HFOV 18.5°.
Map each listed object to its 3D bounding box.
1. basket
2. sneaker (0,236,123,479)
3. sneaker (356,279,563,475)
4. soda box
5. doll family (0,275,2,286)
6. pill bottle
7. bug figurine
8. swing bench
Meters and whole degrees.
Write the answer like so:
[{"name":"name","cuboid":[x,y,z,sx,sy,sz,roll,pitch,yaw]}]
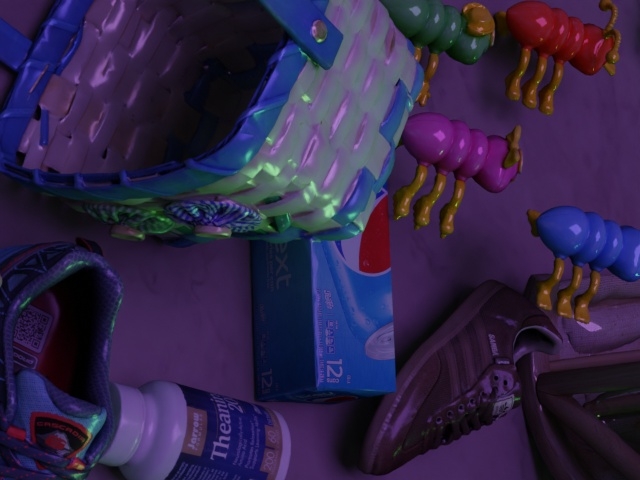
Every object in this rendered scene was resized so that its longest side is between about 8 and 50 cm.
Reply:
[{"name":"basket","cuboid":[-0.094,-0.117,1.134,0.289,0.255,0.201,43,60,-35]},{"name":"sneaker","cuboid":[-0.178,0.114,1.099,0.104,0.125,0.262,22,67,-31]},{"name":"sneaker","cuboid":[0.098,0.099,1.329,0.071,0.066,0.188,30,53,17]},{"name":"soda box","cuboid":[0.000,0.000,1.290,0.067,0.071,0.210,5,77,-35]},{"name":"doll family","cuboid":[-0.306,0.045,1.047,0.263,0.118,0.163,-14,95,-20]},{"name":"pill bottle","cuboid":[-0.083,0.123,1.204,0.120,0.067,0.067,18,70,-33]},{"name":"bug figurine","cuboid":[0.136,-0.085,1.353,0.216,0.072,0.279,16,48,-25]},{"name":"swing bench","cuboid":[0.311,0.117,1.402,0.253,0.255,0.165,-4,103,-36]}]
